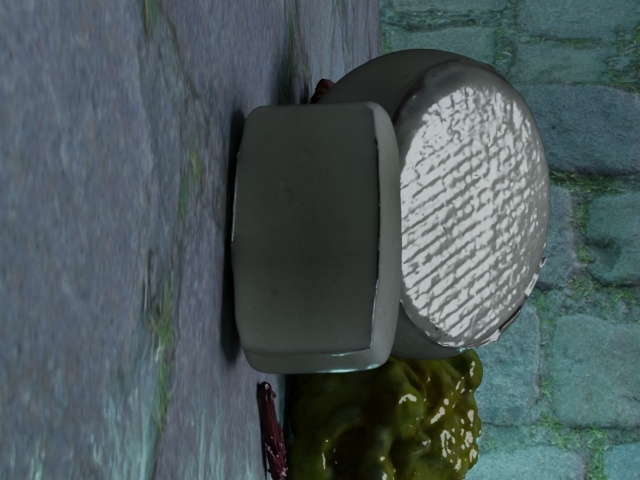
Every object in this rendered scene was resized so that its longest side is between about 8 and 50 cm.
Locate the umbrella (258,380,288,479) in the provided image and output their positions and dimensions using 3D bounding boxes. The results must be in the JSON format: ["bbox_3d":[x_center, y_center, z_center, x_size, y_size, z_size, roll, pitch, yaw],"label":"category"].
[{"bbox_3d":[-0.050,0.213,1.139,0.027,0.025,0.165,-55,148,-47],"label":"umbrella"}]

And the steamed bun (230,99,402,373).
[{"bbox_3d":[0.000,0.000,0.969,0.164,0.146,0.241,39,50,-79],"label":"steamed bun"}]

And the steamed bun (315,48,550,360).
[{"bbox_3d":[0.099,-0.044,1.283,0.374,0.241,0.374,-5,97,-50],"label":"steamed bun"}]

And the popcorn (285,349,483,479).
[{"bbox_3d":[0.084,0.226,1.345,0.235,0.250,0.241,97,-2,-68],"label":"popcorn"}]

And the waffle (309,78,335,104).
[{"bbox_3d":[0.007,-0.103,1.466,0.221,0.055,0.234,-82,170,-53],"label":"waffle"}]
